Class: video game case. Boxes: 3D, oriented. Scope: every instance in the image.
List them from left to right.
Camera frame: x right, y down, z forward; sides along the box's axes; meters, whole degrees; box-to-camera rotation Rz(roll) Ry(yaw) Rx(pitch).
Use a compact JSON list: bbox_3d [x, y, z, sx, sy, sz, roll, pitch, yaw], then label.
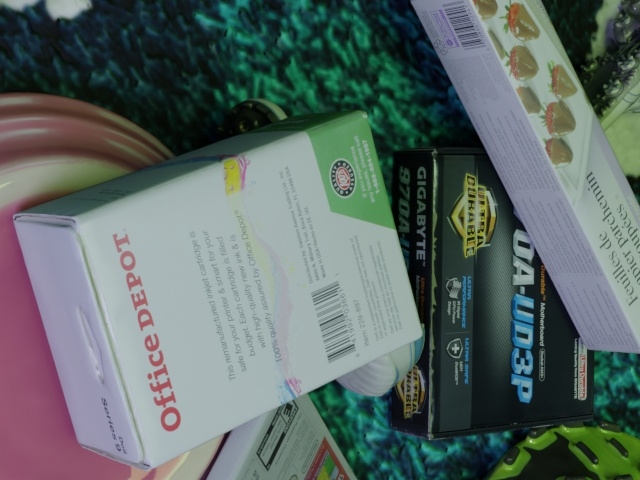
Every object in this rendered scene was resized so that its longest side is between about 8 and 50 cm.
[{"bbox_3d":[-0.039,0.214,1.034,0.201,0.023,0.183,-63,144,-31],"label":"video game case"}]

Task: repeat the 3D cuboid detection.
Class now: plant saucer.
[{"bbox_3d":[-0.176,0.073,0.952,0.332,0.084,0.332,-2,93,-35],"label":"plant saucer"}]

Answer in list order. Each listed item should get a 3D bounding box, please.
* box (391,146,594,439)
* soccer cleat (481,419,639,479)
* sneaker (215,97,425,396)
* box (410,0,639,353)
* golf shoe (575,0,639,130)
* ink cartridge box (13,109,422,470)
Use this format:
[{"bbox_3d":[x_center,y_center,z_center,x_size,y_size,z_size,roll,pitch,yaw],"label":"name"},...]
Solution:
[{"bbox_3d":[0.138,0.038,1.191,0.175,0.051,0.220,-1,93,-35],"label":"box"},{"bbox_3d":[0.159,0.232,1.215,0.289,0.093,0.121,-21,135,-37],"label":"soccer cleat"},{"bbox_3d":[0.000,0.000,1.082,0.237,0.085,0.086,61,38,-19],"label":"sneaker"},{"bbox_3d":[0.175,-0.061,1.142,0.063,0.067,0.324,-40,111,-28],"label":"box"},{"bbox_3d":[0.259,-0.126,1.260,0.176,0.069,0.086,-49,124,-21],"label":"golf shoe"},{"bbox_3d":[-0.059,0.024,0.924,0.212,0.093,0.154,-24,106,-34],"label":"ink cartridge box"}]
